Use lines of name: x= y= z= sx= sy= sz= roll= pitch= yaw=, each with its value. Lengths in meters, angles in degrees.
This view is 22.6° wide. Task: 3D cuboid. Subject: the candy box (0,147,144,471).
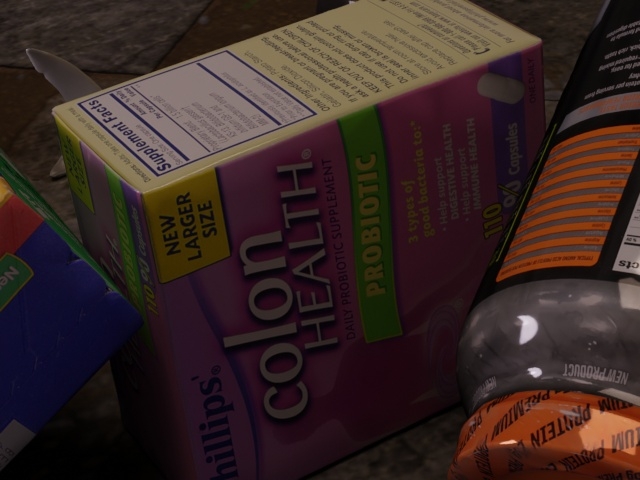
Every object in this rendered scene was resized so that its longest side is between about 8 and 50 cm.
candy box: x=-0.277 y=0.038 z=0.883 sx=0.268 sy=0.122 sz=0.317 roll=-46 pitch=41 yaw=-3

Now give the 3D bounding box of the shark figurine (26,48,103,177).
shark figurine: x=-0.081 y=-0.084 z=1.143 sx=0.166 sy=0.116 sz=0.278 roll=-25 pitch=38 yaw=-28

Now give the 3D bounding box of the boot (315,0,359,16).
boot: x=0.094 y=-0.123 z=1.182 sx=0.115 sy=0.112 sz=0.305 roll=-5 pitch=29 yaw=-17

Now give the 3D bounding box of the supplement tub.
supplement tub: x=0.188 y=0.015 z=0.811 sx=0.193 sy=0.193 sz=0.316 roll=11 pitch=57 yaw=26

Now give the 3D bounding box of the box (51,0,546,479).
box: x=0.000 y=0.000 z=0.898 sx=0.243 sy=0.213 sz=0.117 roll=-22 pitch=35 yaw=-22
